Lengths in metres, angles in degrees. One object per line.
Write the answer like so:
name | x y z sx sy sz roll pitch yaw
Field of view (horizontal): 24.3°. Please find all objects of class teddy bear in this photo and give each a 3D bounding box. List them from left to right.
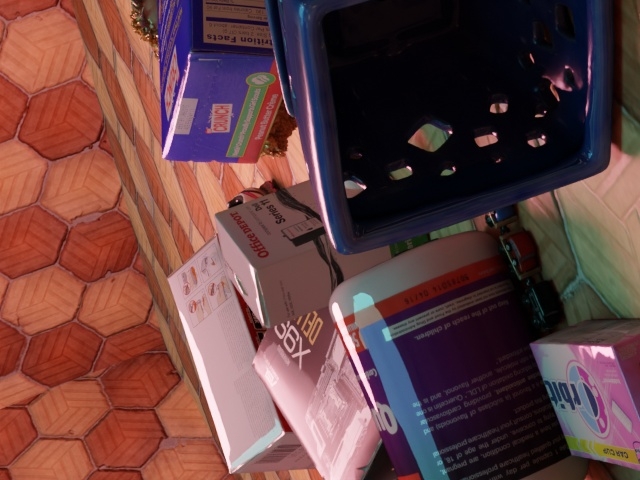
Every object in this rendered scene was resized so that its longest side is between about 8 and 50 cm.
teddy bear | -0.152 -0.228 1.876 0.245 0.113 0.338 59 -169 24

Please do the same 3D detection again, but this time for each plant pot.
plant pot | 0.074 -0.165 1.136 0.212 0.236 0.236 -118 13 -48

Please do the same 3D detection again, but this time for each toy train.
toy train | 0.185 0.010 1.386 0.158 0.027 0.036 67 163 9

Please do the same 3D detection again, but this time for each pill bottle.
pill bottle | 0.144 0.164 1.445 0.181 0.181 0.323 133 116 -75

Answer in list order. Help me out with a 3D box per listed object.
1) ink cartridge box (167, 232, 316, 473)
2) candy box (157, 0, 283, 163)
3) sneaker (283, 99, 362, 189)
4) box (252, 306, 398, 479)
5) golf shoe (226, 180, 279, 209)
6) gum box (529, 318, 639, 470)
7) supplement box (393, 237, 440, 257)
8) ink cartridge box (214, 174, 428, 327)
ink cartridge box | -0.036 0.159 2.093 0.130 0.272 0.309 -40 60 36
candy box | -0.107 -0.278 1.605 0.268 0.122 0.317 123 147 -67
sneaker | 0.012 -0.160 1.646 0.123 0.106 0.290 103 155 -55
box | 0.043 0.142 1.790 0.307 0.076 0.242 53 125 50
golf shoe | -0.080 -0.029 2.247 0.186 0.086 0.067 -138 31 -60
gum box | 0.250 0.124 1.223 0.188 0.062 0.107 165 84 -77
supplement box | 0.129 0.049 1.601 0.083 0.056 0.083 -157 47 -71
ink cartridge box | 0.000 0.000 1.704 0.153 0.208 0.087 -131 24 -55
